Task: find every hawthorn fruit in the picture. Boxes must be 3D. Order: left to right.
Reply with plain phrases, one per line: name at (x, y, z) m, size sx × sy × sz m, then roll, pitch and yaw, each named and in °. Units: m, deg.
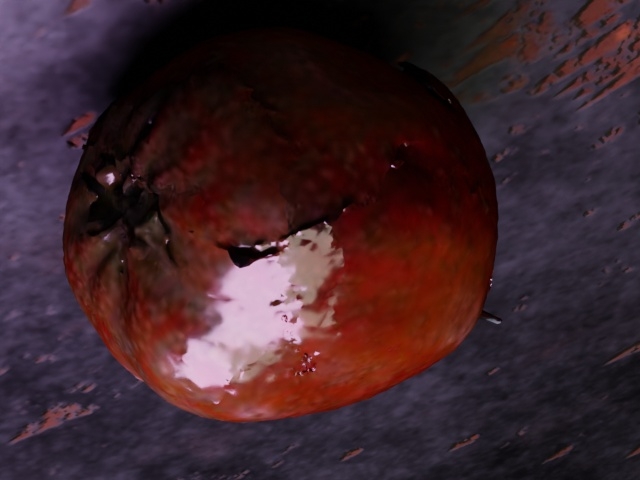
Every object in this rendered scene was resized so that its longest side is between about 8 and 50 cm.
hawthorn fruit at (0.000, 0.000, 0.828) m, size 0.181 × 0.181 × 0.235 m, roll -40°, pitch 142°, yaw 28°
